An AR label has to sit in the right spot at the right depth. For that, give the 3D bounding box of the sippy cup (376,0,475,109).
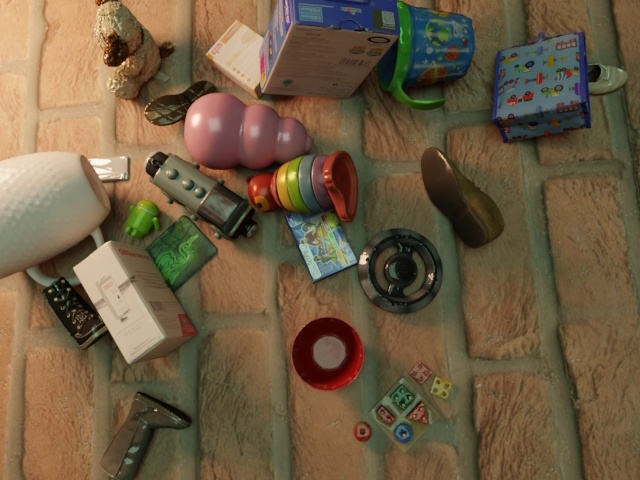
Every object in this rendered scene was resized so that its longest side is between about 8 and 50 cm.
[{"bbox_3d":[0.288,-0.527,1.357,0.224,0.240,0.305,-3,118,-8],"label":"sippy cup"}]

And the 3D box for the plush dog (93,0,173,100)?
[{"bbox_3d":[-0.547,-0.564,1.401,0.211,0.225,0.262,-18,79,0],"label":"plush dog"}]

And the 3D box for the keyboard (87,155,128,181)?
[{"bbox_3d":[-0.688,-0.203,1.454,0.256,0.014,0.072,-4,74,2],"label":"keyboard"}]

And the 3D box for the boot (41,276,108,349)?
[{"bbox_3d":[-0.619,0.179,1.249,0.085,0.236,0.178,-40,105,-30],"label":"boot"}]

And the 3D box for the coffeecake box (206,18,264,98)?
[{"bbox_3d":[-0.214,-0.530,1.454,0.185,0.068,0.142,38,84,9],"label":"coffeecake box"}]

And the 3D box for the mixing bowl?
[{"bbox_3d":[0.021,0.288,1.274,0.182,0.098,0.181,-1,79,4],"label":"mixing bowl"}]

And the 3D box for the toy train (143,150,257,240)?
[{"bbox_3d":[-0.317,-0.123,1.324,0.334,0.190,0.142,35,83,9],"label":"toy train"}]

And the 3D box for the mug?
[{"bbox_3d":[-0.730,-0.045,1.319,0.328,0.276,0.374,-24,109,-8],"label":"mug"}]

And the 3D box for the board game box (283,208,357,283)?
[{"bbox_3d":[0.000,0.000,1.361,0.136,0.035,0.201,-23,79,-1],"label":"board game box"}]

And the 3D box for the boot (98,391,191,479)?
[{"bbox_3d":[-0.450,0.518,1.273,0.190,0.076,0.208,18,74,21],"label":"boot"}]

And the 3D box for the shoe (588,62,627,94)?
[{"bbox_3d":[0.749,-0.449,1.385,0.219,0.058,0.076,-4,79,3],"label":"shoe"}]

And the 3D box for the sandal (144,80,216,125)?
[{"bbox_3d":[-0.404,-0.395,1.451,0.219,0.060,0.090,-37,85,-18],"label":"sandal"}]

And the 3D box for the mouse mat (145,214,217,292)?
[{"bbox_3d":[-0.403,0.040,1.393,0.190,0.007,0.152,-44,80,-4],"label":"mouse mat"}]

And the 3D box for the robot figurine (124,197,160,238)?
[{"bbox_3d":[-0.496,-0.062,1.386,0.101,0.067,0.115,25,81,20],"label":"robot figurine"}]

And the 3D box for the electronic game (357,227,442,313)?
[{"bbox_3d":[0.213,0.080,1.325,0.229,0.048,0.229,1,80,-5],"label":"electronic game"}]

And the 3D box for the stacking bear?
[{"bbox_3d":[-0.061,-0.139,1.312,0.289,0.175,0.164,-5,43,25],"label":"stacking bear"}]

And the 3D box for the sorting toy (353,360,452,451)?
[{"bbox_3d":[0.219,0.437,1.261,0.274,0.046,0.132,-44,80,-5],"label":"sorting toy"}]

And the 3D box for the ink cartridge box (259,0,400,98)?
[{"bbox_3d":[0.018,-0.512,1.240,0.270,0.395,0.151,-2,82,-19],"label":"ink cartridge box"}]

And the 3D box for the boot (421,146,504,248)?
[{"bbox_3d":[0.381,-0.125,1.346,0.115,0.112,0.305,-19,72,-31],"label":"boot"}]

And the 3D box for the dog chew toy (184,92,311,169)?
[{"bbox_3d":[-0.191,-0.282,1.350,0.332,0.206,0.206,8,80,-4],"label":"dog chew toy"}]

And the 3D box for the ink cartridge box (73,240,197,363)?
[{"bbox_3d":[-0.465,0.157,1.272,0.117,0.207,0.283,-35,79,2],"label":"ink cartridge box"}]

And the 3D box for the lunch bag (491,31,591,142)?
[{"bbox_3d":[0.589,-0.437,1.331,0.221,0.138,0.293,-4,68,32],"label":"lunch bag"}]
